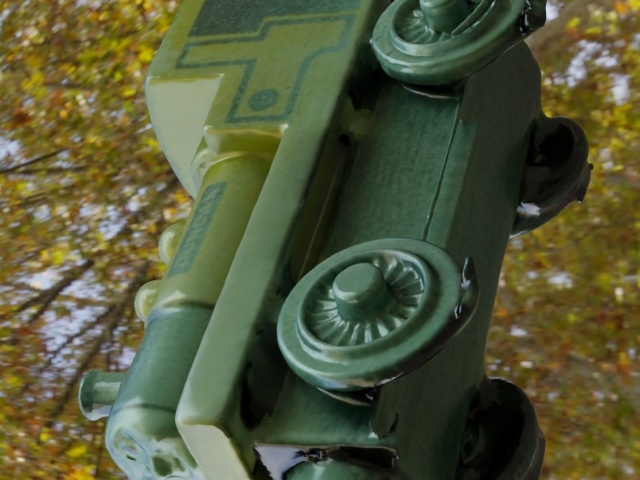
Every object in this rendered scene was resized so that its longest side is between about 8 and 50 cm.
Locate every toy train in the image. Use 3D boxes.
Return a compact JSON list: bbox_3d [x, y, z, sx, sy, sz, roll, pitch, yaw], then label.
[{"bbox_3d":[0.000,0.000,0.715,0.369,0.237,0.150,-71,-30,-42],"label":"toy train"}]
